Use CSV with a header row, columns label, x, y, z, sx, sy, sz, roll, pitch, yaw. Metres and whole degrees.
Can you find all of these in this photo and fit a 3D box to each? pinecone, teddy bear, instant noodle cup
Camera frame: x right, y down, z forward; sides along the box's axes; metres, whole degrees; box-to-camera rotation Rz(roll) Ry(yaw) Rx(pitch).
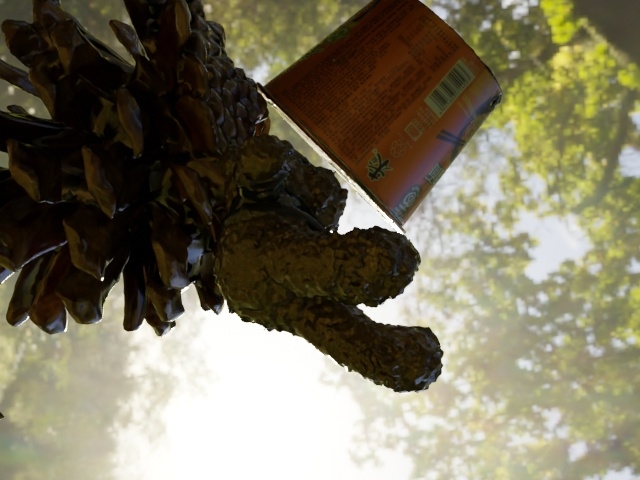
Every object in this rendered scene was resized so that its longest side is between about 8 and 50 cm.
label,x,y,z,sx,sy,sz,roll,pitch,yaw
pinecone,-0.219,-0.069,1.039,0.384,0.384,0.384,172,-90,-73
teddy bear,-0.018,0.008,0.785,0.251,0.129,0.182,-127,-160,-52
instant noodle cup,0.070,-0.149,1.139,0.230,0.182,0.230,44,2,-2

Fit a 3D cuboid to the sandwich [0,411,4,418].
label,x,y,z,sx,sy,sz,roll,pitch,yaw
sandwich,-0.423,0.198,1.268,0.031,0.083,0.044,-55,-142,8
